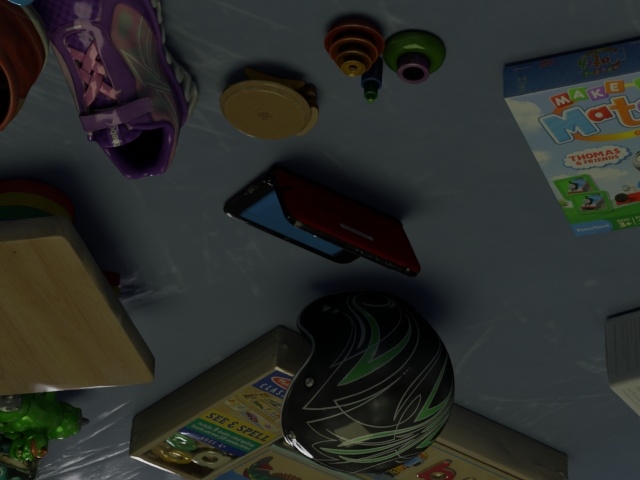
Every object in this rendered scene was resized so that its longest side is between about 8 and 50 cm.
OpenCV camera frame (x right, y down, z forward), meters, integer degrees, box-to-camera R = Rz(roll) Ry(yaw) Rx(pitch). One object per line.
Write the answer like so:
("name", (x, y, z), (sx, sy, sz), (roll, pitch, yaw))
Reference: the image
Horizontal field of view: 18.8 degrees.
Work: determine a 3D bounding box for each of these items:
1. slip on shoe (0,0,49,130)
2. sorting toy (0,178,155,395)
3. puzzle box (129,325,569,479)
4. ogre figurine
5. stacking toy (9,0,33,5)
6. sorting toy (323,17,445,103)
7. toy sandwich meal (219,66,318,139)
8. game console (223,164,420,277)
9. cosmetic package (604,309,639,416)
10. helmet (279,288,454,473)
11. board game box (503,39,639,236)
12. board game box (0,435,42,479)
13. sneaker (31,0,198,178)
("slip on shoe", (-0.309, -0.189, 1.354), (0.123, 0.101, 0.331), (-16, 140, 25))
("sorting toy", (-0.310, 0.043, 1.817), (0.255, 0.089, 0.257), (-5, 145, 13))
("puzzle box", (0.034, 0.235, 2.106), (0.409, 0.052, 0.272), (26, 140, -29))
("ogre figurine", (-0.329, 0.181, 2.019), (0.118, 0.097, 0.197), (-9, 141, 27))
("stacking toy", (-0.150, -0.308, 1.245), (0.302, 0.175, 0.166), (-29, 137, 23))
("sorting toy", (0.049, -0.140, 1.550), (0.102, 0.042, 0.061), (13, 145, -14))
("toy sandwich meal", (-0.042, -0.115, 1.612), (0.085, 0.029, 0.085), (7, 146, 4))
("game console", (0.000, 0.000, 1.732), (0.144, 0.124, 0.085), (23, 115, -27))
("cosmetic package", (0.399, 0.104, 1.847), (0.231, 0.085, 0.117), (-19, 140, 27))
("helmet", (0.044, 0.142, 1.840), (0.169, 0.161, 0.169), (-3, 128, -4))
("board game box", (0.260, -0.085, 1.616), (0.160, 0.039, 0.211), (-10, 143, 21))
("board game box", (-0.390, 0.274, 2.226), (0.126, 0.026, 0.186), (10, 146, -8))
("sneaker", (-0.166, -0.133, 1.528), (0.095, 0.104, 0.236), (-7, 144, 18))
